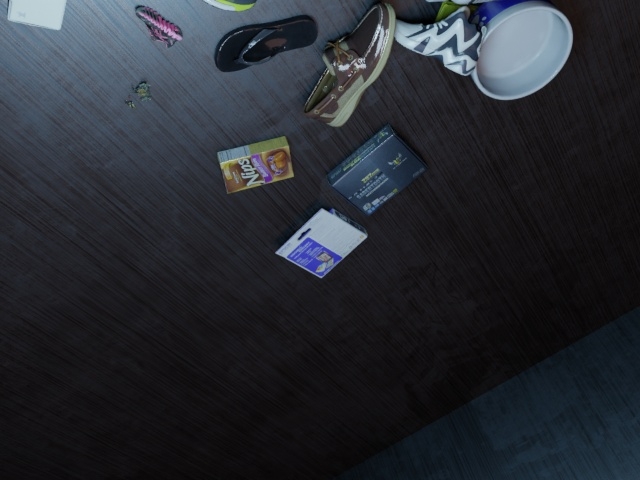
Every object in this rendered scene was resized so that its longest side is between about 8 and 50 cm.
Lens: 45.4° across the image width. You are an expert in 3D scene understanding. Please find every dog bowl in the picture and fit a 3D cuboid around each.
[{"bbox_3d":[0.489,-0.492,1.928,0.264,0.104,0.265,-10,136,-10],"label":"dog bowl"}]

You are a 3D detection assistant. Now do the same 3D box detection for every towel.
[{"bbox_3d":[0.396,-0.539,1.936,0.237,0.021,0.102,3,130,-23],"label":"towel"}]

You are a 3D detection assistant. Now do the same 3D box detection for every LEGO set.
[{"bbox_3d":[-0.428,-0.347,1.809,0.083,0.023,0.054,-21,135,18],"label":"LEGO set"}]

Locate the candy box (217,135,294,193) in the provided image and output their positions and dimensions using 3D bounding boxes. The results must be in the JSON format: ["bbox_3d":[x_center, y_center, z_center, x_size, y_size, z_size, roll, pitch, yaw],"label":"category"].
[{"bbox_3d":[-0.170,-0.199,2.021,0.186,0.053,0.109,-14,136,-6],"label":"candy box"}]

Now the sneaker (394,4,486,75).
[{"bbox_3d":[0.289,-0.512,1.829,0.235,0.094,0.153,31,114,11],"label":"sneaker"}]

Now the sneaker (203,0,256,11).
[{"bbox_3d":[-0.249,-0.580,1.595,0.300,0.111,0.121,19,119,-36],"label":"sneaker"}]

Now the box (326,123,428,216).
[{"bbox_3d":[0.160,-0.192,2.147,0.232,0.059,0.183,-39,132,16],"label":"box"}]

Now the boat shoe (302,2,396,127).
[{"bbox_3d":[0.061,-0.426,1.850,0.123,0.123,0.342,9,134,-29],"label":"boat shoe"}]

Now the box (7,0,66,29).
[{"bbox_3d":[-0.529,-0.509,1.431,0.094,0.275,0.113,6,129,-26],"label":"box"}]

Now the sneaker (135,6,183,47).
[{"bbox_3d":[-0.366,-0.469,1.701,0.057,0.047,0.119,-35,134,29],"label":"sneaker"}]

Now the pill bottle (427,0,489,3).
[{"bbox_3d":[0.375,-0.627,1.746,0.283,0.161,0.161,-9,134,-12],"label":"pill bottle"}]

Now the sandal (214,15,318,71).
[{"bbox_3d":[-0.128,-0.460,1.787,0.254,0.054,0.097,-21,135,-1],"label":"sandal"}]

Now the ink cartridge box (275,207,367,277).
[{"bbox_3d":[0.000,0.000,2.277,0.206,0.045,0.208,-42,133,20],"label":"ink cartridge box"}]
